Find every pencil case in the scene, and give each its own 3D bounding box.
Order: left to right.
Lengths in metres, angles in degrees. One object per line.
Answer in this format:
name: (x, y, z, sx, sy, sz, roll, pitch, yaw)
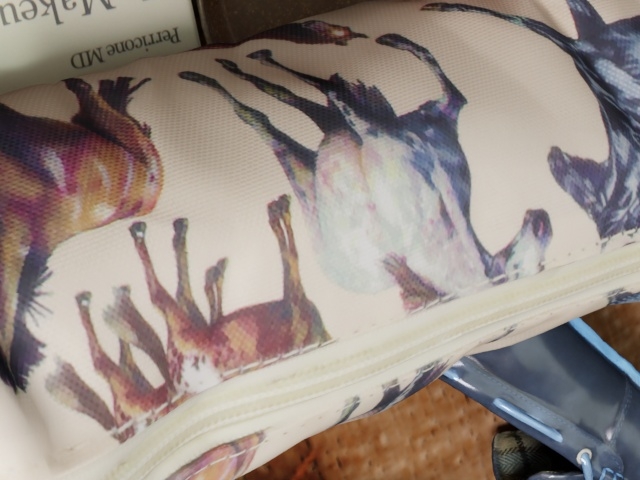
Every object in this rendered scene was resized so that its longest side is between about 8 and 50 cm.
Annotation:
pencil case: (0.000, 0.000, 0.583, 0.410, 0.183, 0.159, -20, 123, -36)

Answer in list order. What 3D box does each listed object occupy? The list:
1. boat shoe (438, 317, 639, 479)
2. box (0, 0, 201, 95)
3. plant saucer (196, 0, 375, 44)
boat shoe: (0.116, 0.093, 0.800, 0.258, 0.109, 0.089, 42, 83, -10)
box: (-0.137, -0.187, 0.605, 0.113, 0.094, 0.275, -21, 106, -27)
plant saucer: (0.024, -0.125, 0.740, 0.199, 0.036, 0.198, -4, 98, -29)
